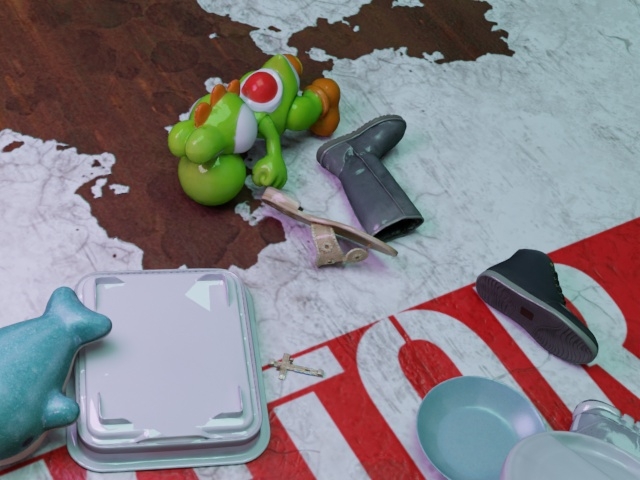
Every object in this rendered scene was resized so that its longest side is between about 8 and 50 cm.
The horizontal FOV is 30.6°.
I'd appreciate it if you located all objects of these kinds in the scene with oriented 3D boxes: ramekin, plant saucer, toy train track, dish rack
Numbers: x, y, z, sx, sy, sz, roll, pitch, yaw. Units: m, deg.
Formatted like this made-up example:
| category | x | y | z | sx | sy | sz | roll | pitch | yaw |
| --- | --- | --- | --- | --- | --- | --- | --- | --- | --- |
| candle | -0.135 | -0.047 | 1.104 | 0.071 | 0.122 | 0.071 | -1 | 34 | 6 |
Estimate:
| category | x | y | z | sx | sy | sz | roll | pitch | yaw |
| --- | --- | --- | --- | --- | --- | --- | --- | --- | --- |
| ramekin | 0.344 | 0.381 | 1.510 | 0.273 | 0.127 | 0.273 | 14 | 29 | -8 |
| plant saucer | 0.228 | 0.284 | 1.674 | 0.195 | 0.037 | 0.195 | 5 | 49 | -6 |
| toy train track | -0.036 | 0.186 | 1.723 | 0.083 | 0.014 | 0.048 | 13 | 48 | -1 |
| dish rack | -0.221 | 0.164 | 1.671 | 0.285 | 0.072 | 0.333 | -1 | 51 | -13 |

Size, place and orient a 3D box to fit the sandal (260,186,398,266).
| category | x | y | z | sx | sy | sz | roll | pitch | yaw |
| --- | --- | --- | --- | --- | --- | --- | --- | --- | --- |
| sandal | 0.001 | 0.001 | 1.866 | 0.240 | 0.088 | 0.079 | 27 | 82 | 12 |

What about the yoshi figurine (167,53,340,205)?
| category | x | y | z | sx | sy | sz | roll | pitch | yaw |
| --- | --- | --- | --- | --- | --- | --- | --- | --- | --- |
| yoshi figurine | -0.127 | -0.173 | 1.951 | 0.362 | 0.203 | 0.203 | -34 | 103 | -48 |

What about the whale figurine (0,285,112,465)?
| category | x | y | z | sx | sy | sz | roll | pitch | yaw |
| --- | --- | --- | --- | --- | --- | --- | --- | --- | --- |
| whale figurine | -0.406 | 0.167 | 1.557 | 0.216 | 0.141 | 0.272 | 36 | 67 | 20 |

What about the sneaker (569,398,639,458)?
| category | x | y | z | sx | sy | sz | roll | pitch | yaw |
| --- | --- | --- | --- | --- | --- | --- | --- | --- | --- |
| sneaker | 0.452 | 0.326 | 1.661 | 0.228 | 0.086 | 0.132 | 20 | 53 | 20 |

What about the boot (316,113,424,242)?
| category | x | y | z | sx | sy | sz | roll | pitch | yaw |
| --- | --- | --- | --- | --- | --- | --- | --- | --- | --- |
| boot | 0.112 | -0.105 | 1.966 | 0.189 | 0.076 | 0.208 | -29 | 52 | -14 |

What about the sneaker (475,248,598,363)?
| category | x | y | z | sx | sy | sz | roll | pitch | yaw |
| --- | --- | --- | --- | --- | --- | --- | --- | --- | --- |
| sneaker | 0.365 | 0.093 | 1.836 | 0.222 | 0.083 | 0.118 | 39 | 53 | 23 |
